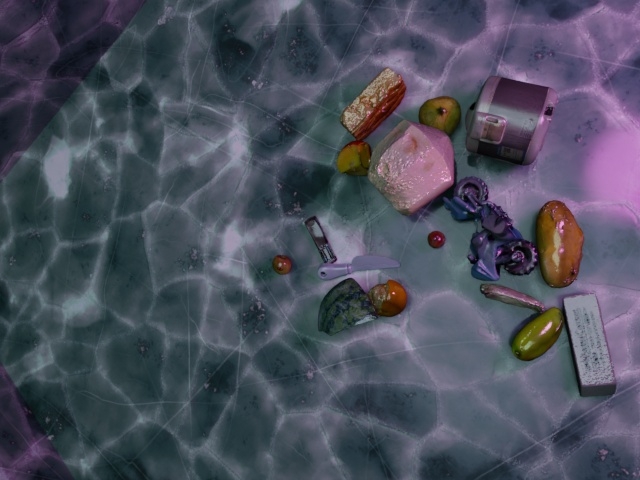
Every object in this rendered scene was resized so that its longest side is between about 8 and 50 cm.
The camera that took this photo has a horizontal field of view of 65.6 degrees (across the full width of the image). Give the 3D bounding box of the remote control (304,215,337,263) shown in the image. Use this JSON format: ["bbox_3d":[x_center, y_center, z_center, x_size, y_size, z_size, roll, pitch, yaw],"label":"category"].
[{"bbox_3d":[0.000,0.000,2.022,0.059,0.028,0.212,-31,79,17],"label":"remote control"}]

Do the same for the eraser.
[{"bbox_3d":[0.911,0.357,1.683,0.111,0.077,0.353,-11,84,16],"label":"eraser"}]

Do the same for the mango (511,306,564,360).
[{"bbox_3d":[0.757,0.326,1.716,0.233,0.125,0.111,-42,71,-13],"label":"mango"}]

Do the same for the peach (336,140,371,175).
[{"bbox_3d":[0.133,-0.324,1.950,0.151,0.151,0.119,-3,64,18],"label":"peach"}]

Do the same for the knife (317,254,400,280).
[{"bbox_3d":[0.145,0.097,1.955,0.331,0.044,0.080,-11,113,14],"label":"knife"}]

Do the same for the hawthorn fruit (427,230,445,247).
[{"bbox_3d":[0.431,-0.004,1.847,0.066,0.103,0.067,0,91,10],"label":"hawthorn fruit"}]

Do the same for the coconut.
[{"bbox_3d":[0.339,-0.275,1.801,0.309,0.297,0.297,-42,76,14],"label":"coconut"}]

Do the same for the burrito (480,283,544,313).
[{"bbox_3d":[0.684,0.206,1.775,0.229,0.063,0.058,21,121,16],"label":"burrito"}]

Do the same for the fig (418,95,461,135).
[{"bbox_3d":[0.438,-0.454,1.799,0.159,0.257,0.159,1,98,7],"label":"fig"}]

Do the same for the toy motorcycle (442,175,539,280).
[{"bbox_3d":[0.576,-0.025,1.773,0.232,0.172,0.416,-41,66,25],"label":"toy motorcycle"}]

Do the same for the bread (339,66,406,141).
[{"bbox_3d":[0.205,-0.517,1.912,0.114,0.184,0.275,45,100,9],"label":"bread"}]

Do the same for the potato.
[{"bbox_3d":[0.813,0.011,1.693,0.140,0.172,0.301,-14,75,56],"label":"potato"}]

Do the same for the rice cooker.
[{"bbox_3d":[0.644,-0.412,1.715,0.276,0.288,0.289,18,92,16],"label":"rice cooker"}]

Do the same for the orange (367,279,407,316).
[{"bbox_3d":[0.251,0.216,1.872,0.156,0.157,0.134,4,47,18],"label":"orange"}]

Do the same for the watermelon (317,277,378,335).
[{"bbox_3d":[0.086,0.274,1.919,0.260,0.256,0.176,-21,125,8],"label":"watermelon"}]

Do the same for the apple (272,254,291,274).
[{"bbox_3d":[-0.160,0.101,2.041,0.083,0.084,0.071,22,110,18],"label":"apple"}]
